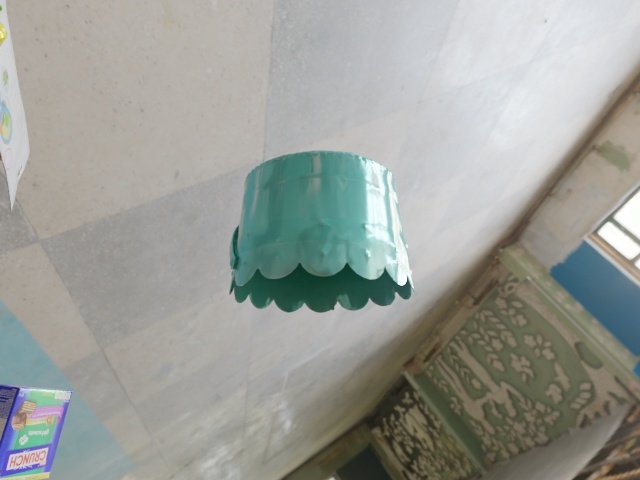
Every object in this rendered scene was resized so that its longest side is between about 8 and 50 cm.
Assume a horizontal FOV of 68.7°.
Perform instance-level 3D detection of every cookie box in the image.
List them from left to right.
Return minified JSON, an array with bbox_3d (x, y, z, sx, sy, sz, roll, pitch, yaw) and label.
[{"bbox_3d":[-0.364,0.235,0.572,0.040,0.107,0.092,3,161,15],"label":"cookie box"}]

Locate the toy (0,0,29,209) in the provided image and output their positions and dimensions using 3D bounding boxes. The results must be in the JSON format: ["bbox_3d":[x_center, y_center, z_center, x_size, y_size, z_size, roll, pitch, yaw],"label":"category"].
[{"bbox_3d":[-0.404,-0.170,0.569,0.056,0.136,0.237,5,133,-23],"label":"toy"}]

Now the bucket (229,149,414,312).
[{"bbox_3d":[0.000,0.000,0.717,0.282,0.182,0.281,-1,161,0],"label":"bucket"}]
